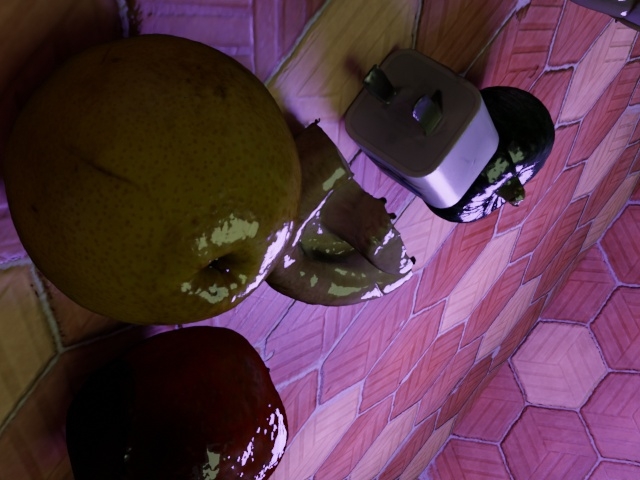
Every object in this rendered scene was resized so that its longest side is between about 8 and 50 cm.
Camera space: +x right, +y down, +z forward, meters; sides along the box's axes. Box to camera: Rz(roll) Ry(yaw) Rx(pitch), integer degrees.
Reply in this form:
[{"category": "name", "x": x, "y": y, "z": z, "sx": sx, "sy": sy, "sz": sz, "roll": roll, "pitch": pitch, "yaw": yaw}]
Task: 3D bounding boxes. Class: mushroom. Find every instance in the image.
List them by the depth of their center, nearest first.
[{"category": "mushroom", "x": 0.000, "y": 0.000, "z": 0.964, "sx": 0.151, "sy": 0.156, "sz": 0.285, "roll": -39, "pitch": 143, "yaw": -2}]

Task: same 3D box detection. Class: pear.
[{"category": "pear", "x": -0.111, "y": -0.037, "z": 0.628, "sx": 0.209, "sy": 0.209, "sz": 0.209, "roll": -41, "pitch": 154, "yaw": -25}]

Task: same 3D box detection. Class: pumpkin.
[{"category": "pumpkin", "x": 0.224, "y": -0.112, "z": 1.195, "sx": 0.212, "sy": 0.152, "sz": 0.211, "roll": -36, "pitch": 152, "yaw": -23}]

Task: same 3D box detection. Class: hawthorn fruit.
[{"category": "hawthorn fruit", "x": -0.136, "y": 0.189, "z": 0.909, "sx": 0.250, "sy": 0.215, "sz": 0.215, "roll": -37, "pitch": 154, "yaw": -52}]

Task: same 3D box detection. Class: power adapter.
[{"category": "power adapter", "x": 0.107, "y": -0.134, "z": 0.981, "sx": 0.125, "sy": 0.130, "sz": 0.205, "roll": -53, "pitch": 155, "yaw": 2}]

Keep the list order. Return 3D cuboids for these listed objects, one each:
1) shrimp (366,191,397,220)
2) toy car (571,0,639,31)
[{"category": "shrimp", "x": 0.066, "y": -0.028, "z": 1.179, "sx": 0.127, "sy": 0.025, "sz": 0.091, "roll": -23, "pitch": 141, "yaw": -44}, {"category": "toy car", "x": 0.337, "y": -0.384, "z": 1.004, "sx": 0.336, "sy": 0.226, "sz": 0.242, "roll": -65, "pitch": -179, "yaw": -67}]
